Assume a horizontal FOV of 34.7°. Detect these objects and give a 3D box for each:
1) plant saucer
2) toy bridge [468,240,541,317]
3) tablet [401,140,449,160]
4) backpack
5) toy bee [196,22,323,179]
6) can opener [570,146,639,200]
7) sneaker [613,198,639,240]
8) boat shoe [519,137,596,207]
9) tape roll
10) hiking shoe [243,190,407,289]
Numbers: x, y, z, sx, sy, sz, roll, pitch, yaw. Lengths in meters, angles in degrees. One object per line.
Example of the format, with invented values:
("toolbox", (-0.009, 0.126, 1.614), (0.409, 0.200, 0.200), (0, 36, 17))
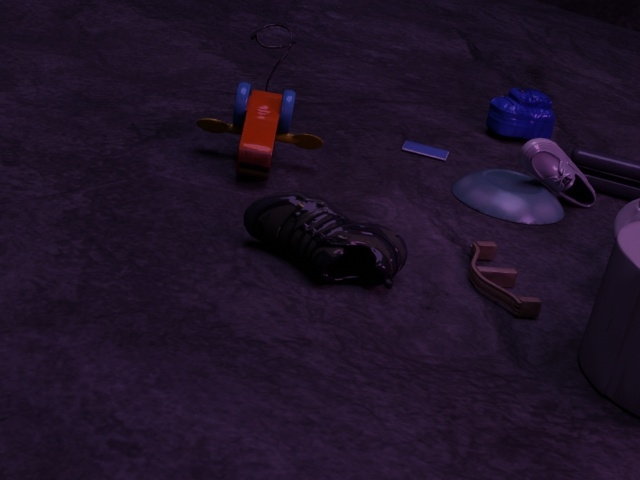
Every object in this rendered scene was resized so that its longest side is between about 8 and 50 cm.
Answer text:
("plant saucer", (0.320, -0.084, 1.729), (0.195, 0.037, 0.195), (9, 25, -4))
("toy bridge", (0.239, 0.049, 1.418), (0.063, 0.026, 0.188), (3, 25, -15))
("tablet", (0.193, -0.165, 1.887), (0.083, 0.006, 0.054), (16, 24, 8))
("backpack", (0.395, -0.253, 2.055), (0.120, 0.101, 0.098), (-1, 20, -17))
("toy bee", (-0.085, -0.192, 1.694), (0.195, 0.162, 0.298), (25, 52, 11))
("can opener", (0.577, -0.094, 1.815), (0.284, 0.075, 0.095), (16, 24, 14))
("sneaker", (0.585, 0.015, 1.418), (0.323, 0.130, 0.236), (5, -12, 35))
("boat shoe", (0.404, -0.108, 1.731), (0.184, 0.066, 0.063), (38, 13, -40))
("tape roll", (0.450, 0.101, 1.224), (0.246, 0.169, 0.246), (9, 25, -4))
("hiking shoe", (0.000, 0.000, 1.350), (0.227, 0.086, 0.114), (16, 21, 8))
